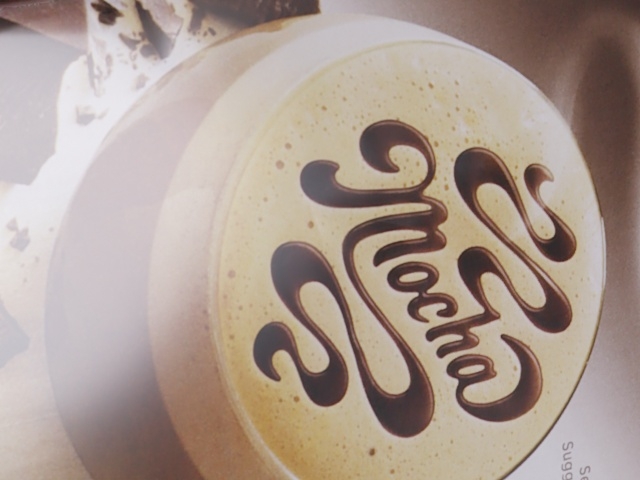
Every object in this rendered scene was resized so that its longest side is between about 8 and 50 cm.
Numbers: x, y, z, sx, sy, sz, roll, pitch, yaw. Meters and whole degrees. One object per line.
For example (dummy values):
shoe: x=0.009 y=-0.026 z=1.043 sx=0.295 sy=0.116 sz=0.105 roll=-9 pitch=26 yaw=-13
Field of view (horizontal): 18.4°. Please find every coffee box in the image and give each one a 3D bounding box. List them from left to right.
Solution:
coffee box: x=0.000 y=0.000 z=0.523 sx=0.297 sy=0.119 sz=0.168 roll=-13 pitch=104 yaw=-22
